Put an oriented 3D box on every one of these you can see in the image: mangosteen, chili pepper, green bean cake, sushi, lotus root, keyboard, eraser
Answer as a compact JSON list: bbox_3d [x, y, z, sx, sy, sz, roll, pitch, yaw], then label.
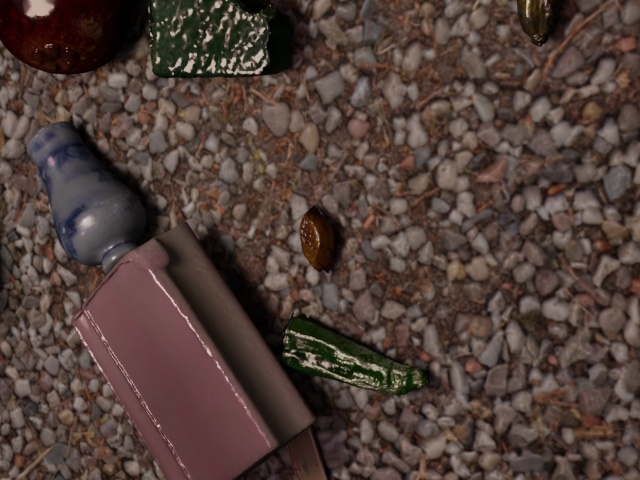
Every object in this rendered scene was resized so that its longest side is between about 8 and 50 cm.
[{"bbox_3d":[-0.389,-0.379,1.758,0.215,0.215,0.258,-19,60,30],"label":"mangosteen"},{"bbox_3d":[0.053,0.171,1.670,0.226,0.059,0.088,13,100,25],"label":"chili pepper"},{"bbox_3d":[-0.140,-0.327,1.669,0.208,0.107,0.193,5,97,28],"label":"green bean cake"},{"bbox_3d":[0.000,0.000,1.677,0.050,0.047,0.099,6,101,47],"label":"sushi"},{"bbox_3d":[0.275,-0.294,1.472,0.054,0.049,0.099,-2,100,9],"label":"lotus root"},{"bbox_3d":[-0.018,0.341,1.760,0.055,0.017,0.166,-18,89,26],"label":"keyboard"},{"bbox_3d":[-0.201,0.194,1.751,0.359,0.122,0.272,56,135,9],"label":"eraser"}]

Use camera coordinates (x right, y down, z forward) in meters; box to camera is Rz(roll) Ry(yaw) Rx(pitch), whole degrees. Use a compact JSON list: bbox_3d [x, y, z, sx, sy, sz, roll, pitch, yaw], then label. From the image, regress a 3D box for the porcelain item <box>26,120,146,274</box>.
[{"bbox_3d":[-0.365,-0.064,1.828,0.141,0.141,0.259,-43,68,28],"label":"porcelain item"}]
